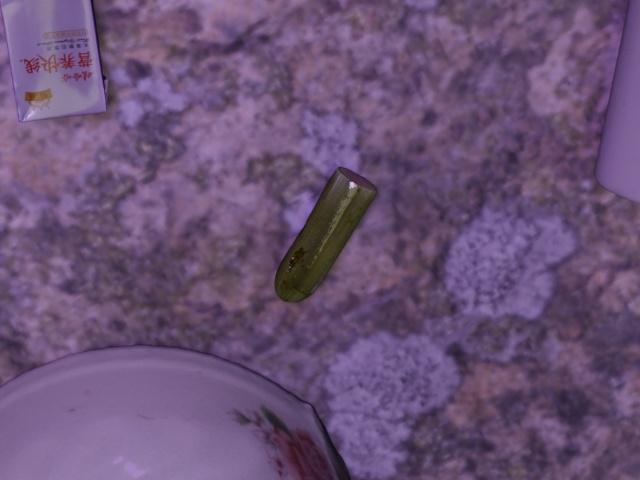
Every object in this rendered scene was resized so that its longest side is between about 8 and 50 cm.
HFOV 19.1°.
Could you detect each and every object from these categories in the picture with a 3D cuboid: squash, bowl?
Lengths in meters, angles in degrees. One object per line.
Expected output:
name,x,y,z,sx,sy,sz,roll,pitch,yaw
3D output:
squash,0.000,0.000,1.072,0.027,0.027,0.083,26,104,-18
bowl,-0.103,0.210,1.078,0.277,0.145,0.277,-2,112,-6

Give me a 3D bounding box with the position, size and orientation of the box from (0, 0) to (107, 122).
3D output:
box,-0.143,-0.123,0.996,0.051,0.036,0.117,-9,112,-5

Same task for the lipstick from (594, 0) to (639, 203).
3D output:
lipstick,0.218,-0.179,1.006,0.087,0.087,0.326,5,109,-11
